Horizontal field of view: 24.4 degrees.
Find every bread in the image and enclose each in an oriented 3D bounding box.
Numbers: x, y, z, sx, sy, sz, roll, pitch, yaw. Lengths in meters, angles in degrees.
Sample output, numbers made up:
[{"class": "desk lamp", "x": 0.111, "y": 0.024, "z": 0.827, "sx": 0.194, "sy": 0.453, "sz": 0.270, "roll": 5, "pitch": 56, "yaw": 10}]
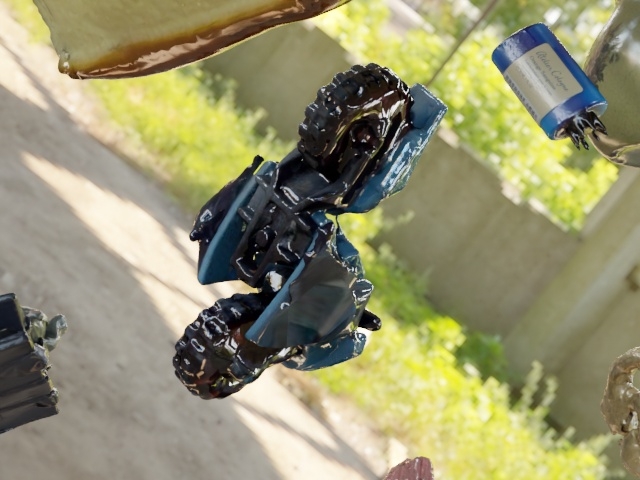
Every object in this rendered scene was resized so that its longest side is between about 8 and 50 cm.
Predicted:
[{"class": "bread", "x": -0.037, "y": -0.265, "z": 1.211, "sx": 0.333, "sy": 0.323, "sz": 0.143, "roll": -7, "pitch": -65, "yaw": 43}]

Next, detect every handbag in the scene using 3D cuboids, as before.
[{"class": "handbag", "x": -0.430, "y": 0.158, "z": 1.789, "sx": 0.326, "sy": 0.269, "sz": 0.118, "roll": 104, "pitch": -32, "yaw": -69}]

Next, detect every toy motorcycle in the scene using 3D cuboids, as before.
[{"class": "toy motorcycle", "x": 0.000, "y": 0.000, "z": 1.568, "sx": 0.232, "sy": 0.416, "sz": 0.172, "roll": 4, "pitch": 31, "yaw": -47}]

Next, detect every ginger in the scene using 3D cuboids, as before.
[{"class": "ginger", "x": 0.469, "y": 0.288, "z": 2.098, "sx": 0.065, "sy": 0.149, "sz": 0.259, "roll": -6, "pitch": 58, "yaw": -20}]

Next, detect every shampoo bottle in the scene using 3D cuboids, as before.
[{"class": "shampoo bottle", "x": 0.294, "y": -0.189, "z": 1.858, "sx": 0.183, "sy": 0.087, "sz": 0.050, "roll": 59, "pitch": -3, "yaw": 29}]

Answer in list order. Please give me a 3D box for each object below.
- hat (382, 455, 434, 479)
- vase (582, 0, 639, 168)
[{"class": "hat", "x": 0.075, "y": 0.401, "z": 1.668, "sx": 0.107, "sy": 0.237, "sz": 0.286, "roll": 29, "pitch": 22, "yaw": -26}, {"class": "vase", "x": 0.478, "y": -0.268, "z": 2.000, "sx": 0.240, "sy": 0.302, "sz": 0.329, "roll": 3, "pitch": -12, "yaw": 4}]
